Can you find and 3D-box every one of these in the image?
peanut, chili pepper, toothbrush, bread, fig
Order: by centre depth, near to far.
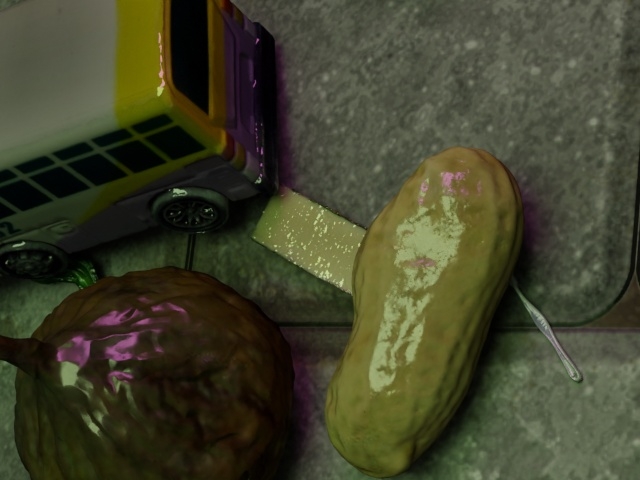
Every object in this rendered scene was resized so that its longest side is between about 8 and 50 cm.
[{"bbox_3d":[0.204,0.078,1.689,0.011,0.013,0.131,-45,58,24],"label":"toothbrush"},{"bbox_3d":[0.090,0.064,1.698,0.147,0.147,0.319,22,94,35],"label":"peanut"},{"bbox_3d":[-0.203,0.147,1.707,0.286,0.368,0.286,-8,73,30],"label":"fig"},{"bbox_3d":[0.000,0.000,1.831,0.153,0.028,0.068,28,91,34],"label":"bread"},{"bbox_3d":[-0.264,0.041,1.982,0.118,0.035,0.055,27,103,25],"label":"chili pepper"}]

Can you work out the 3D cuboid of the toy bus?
[{"bbox_3d":[-0.284,-0.114,1.887,0.440,0.249,0.209,-17,58,25],"label":"toy bus"}]
